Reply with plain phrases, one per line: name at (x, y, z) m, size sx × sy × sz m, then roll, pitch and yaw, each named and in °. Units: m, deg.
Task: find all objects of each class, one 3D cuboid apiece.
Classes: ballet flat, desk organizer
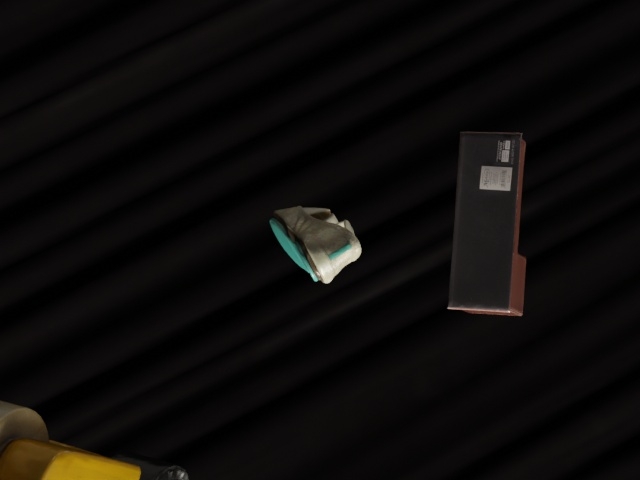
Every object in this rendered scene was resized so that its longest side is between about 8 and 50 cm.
ballet flat at (0.000, 0.000, 1.590) m, size 0.057 × 0.052 × 0.168 m, roll 61°, pitch 175°, yaw -17°
desk organizer at (0.126, -0.011, 1.412) m, size 0.050 × 0.047 × 0.130 m, roll 21°, pitch -108°, yaw -69°

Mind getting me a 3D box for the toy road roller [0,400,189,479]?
toy road roller at (-0.243, 0.235, 1.328) m, size 0.202 × 0.240 × 0.329 m, roll 12°, pitch 169°, yaw 20°
